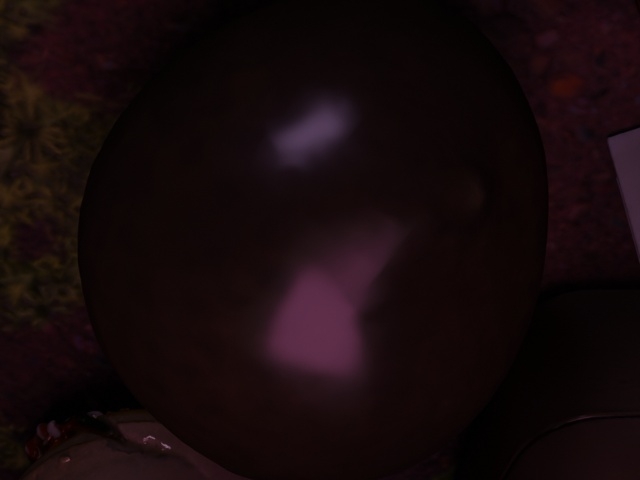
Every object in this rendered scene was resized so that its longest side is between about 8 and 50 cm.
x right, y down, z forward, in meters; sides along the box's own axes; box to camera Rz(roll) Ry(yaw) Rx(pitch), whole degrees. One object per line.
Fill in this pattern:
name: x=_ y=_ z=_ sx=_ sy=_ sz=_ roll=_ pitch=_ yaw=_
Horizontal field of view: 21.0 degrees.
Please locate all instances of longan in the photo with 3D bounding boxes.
longan: x=0.000 y=0.000 z=0.891 sx=0.258 sy=0.258 sz=0.258 roll=-1 pitch=130 yaw=-1

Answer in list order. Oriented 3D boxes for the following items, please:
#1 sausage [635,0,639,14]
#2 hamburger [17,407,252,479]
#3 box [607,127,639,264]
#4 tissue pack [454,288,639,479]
sausage: x=0.225 y=-0.168 z=0.833 sx=0.148 sy=0.148 sz=0.254 roll=-2 pitch=124 yaw=-1
hamburger: x=-0.090 y=0.229 z=1.137 sx=0.227 sy=0.151 sz=0.295 roll=-6 pitch=126 yaw=7
box: x=0.304 y=-0.003 z=0.934 sx=0.260 sy=0.194 sz=0.111 roll=-19 pitch=128 yaw=14
tissue pack: x=0.208 y=0.244 z=1.086 sx=0.267 sy=0.277 sz=0.387 roll=6 pitch=128 yaw=-4
